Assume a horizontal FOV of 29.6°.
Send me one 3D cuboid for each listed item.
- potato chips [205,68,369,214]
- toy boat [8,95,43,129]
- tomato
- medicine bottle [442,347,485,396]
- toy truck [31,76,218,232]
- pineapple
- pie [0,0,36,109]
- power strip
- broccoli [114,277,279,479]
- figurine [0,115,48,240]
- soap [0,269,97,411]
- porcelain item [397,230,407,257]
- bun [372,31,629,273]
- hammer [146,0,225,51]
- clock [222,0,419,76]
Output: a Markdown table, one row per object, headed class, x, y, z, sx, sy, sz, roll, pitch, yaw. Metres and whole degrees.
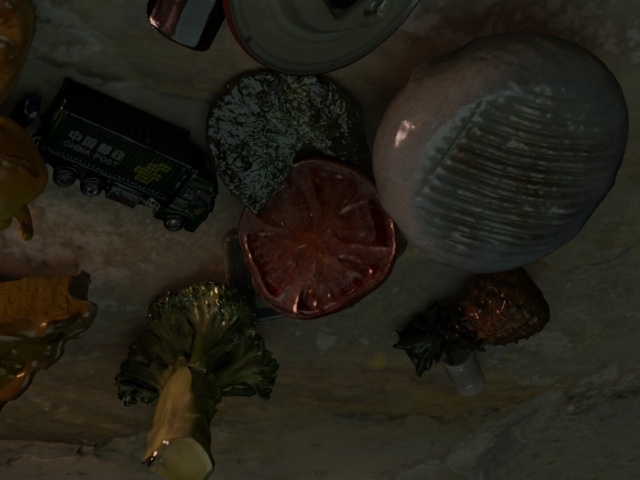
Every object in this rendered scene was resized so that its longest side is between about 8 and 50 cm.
| class | x | y | z | sx | sy | sz | roll | pitch | yaw |
| --- | --- | --- | --- | --- | --- | --- | --- | --- | --- |
| potato chips | -0.047 | -0.144 | 1.671 | 0.219 | 0.029 | 0.202 | -17 | 111 | -6 |
| toy boat | -0.392 | -0.163 | 1.617 | 0.038 | 0.038 | 0.083 | 23 | 124 | -28 |
| tomato | 0.000 | 0.000 | 1.748 | 0.236 | 0.237 | 0.095 | -20 | 174 | 7 |
| medicine bottle | 0.244 | 0.219 | 2.074 | 0.057 | 0.057 | 0.089 | -21 | 132 | 8 |
| toy truck | -0.259 | -0.108 | 1.657 | 0.259 | 0.088 | 0.121 | 24 | 123 | -27 |
| pineapple | 0.242 | 0.137 | 1.961 | 0.248 | 0.128 | 0.128 | -29 | 131 | 21 |
| pie | -0.516 | -0.259 | 1.476 | 0.339 | 0.083 | 0.339 | -6 | 135 | -6 |
| power strip | -0.039 | 0.060 | 1.868 | 0.213 | 0.065 | 0.198 | -11 | 135 | -3 |
| broccoli | -0.175 | 0.213 | 1.792 | 0.252 | 0.361 | 0.221 | -30 | 114 | -8 |
| figurine | -0.422 | -0.075 | 1.587 | 0.131 | 0.156 | 0.246 | 14 | 164 | -6 |
| soap | -0.542 | 0.094 | 1.729 | 0.338 | 0.169 | 0.304 | 30 | 120 | -33 |
| porcelain item | 0.117 | -0.014 | 1.816 | 0.213 | 0.054 | 0.084 | -29 | 126 | 1 |
| bun | 0.241 | -0.131 | 1.647 | 0.361 | 0.211 | 0.362 | -3 | 129 | -4 |
| hammer | -0.254 | -0.402 | 1.396 | 0.408 | 0.095 | 0.242 | 22 | 116 | -18 |
| clock | 0.024 | -0.334 | 1.434 | 0.318 | 0.080 | 0.319 | -25 | 137 | -25 |
